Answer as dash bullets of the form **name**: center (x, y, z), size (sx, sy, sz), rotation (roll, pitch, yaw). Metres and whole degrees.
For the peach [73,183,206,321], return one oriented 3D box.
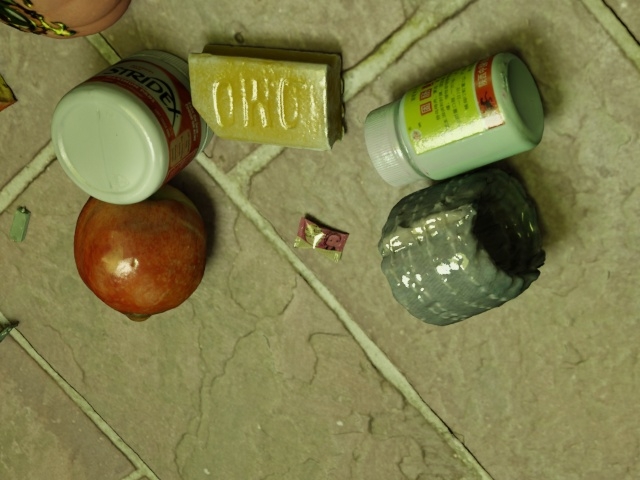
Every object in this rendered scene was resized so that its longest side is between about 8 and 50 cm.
- **peach**: center (-0.306, 0.026, 1.740), size (0.232, 0.232, 0.256), rotation (24, 117, 12)

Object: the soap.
- **soap**: center (-0.082, -0.221, 1.582), size (0.232, 0.073, 0.140), rotation (9, 117, 22)

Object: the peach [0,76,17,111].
- **peach**: center (-0.617, -0.282, 1.791), size (0.093, 0.127, 0.172), rotation (-20, 133, 25)

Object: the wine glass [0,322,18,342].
- **wine glass**: center (-0.725, 0.132, 2.073), size (0.222, 0.103, 0.103), rotation (43, 127, -4)

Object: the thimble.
- **thimble**: center (0.205, 0.004, 1.477), size (0.172, 0.236, 0.205), rotation (-25, 72, 35)

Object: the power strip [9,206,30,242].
- **power strip**: center (-0.569, -0.031, 1.956), size (0.027, 0.017, 0.083), rotation (31, 127, 5)

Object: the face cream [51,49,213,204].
- **face cream**: center (-0.295, -0.180, 1.635), size (0.201, 0.187, 0.201), rotation (12, 122, 19)

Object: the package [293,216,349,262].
- **package**: center (0.000, 0.000, 1.699), size (0.083, 0.029, 0.059), rotation (19, 117, 2)

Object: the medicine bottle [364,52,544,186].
- **medicine bottle**: center (0.187, -0.163, 1.447), size (0.226, 0.139, 0.139), rotation (-19, 108, 32)

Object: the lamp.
- **lamp**: center (-0.413, -0.434, 1.513), size (0.306, 0.239, 0.305), rotation (17, 168, 4)
